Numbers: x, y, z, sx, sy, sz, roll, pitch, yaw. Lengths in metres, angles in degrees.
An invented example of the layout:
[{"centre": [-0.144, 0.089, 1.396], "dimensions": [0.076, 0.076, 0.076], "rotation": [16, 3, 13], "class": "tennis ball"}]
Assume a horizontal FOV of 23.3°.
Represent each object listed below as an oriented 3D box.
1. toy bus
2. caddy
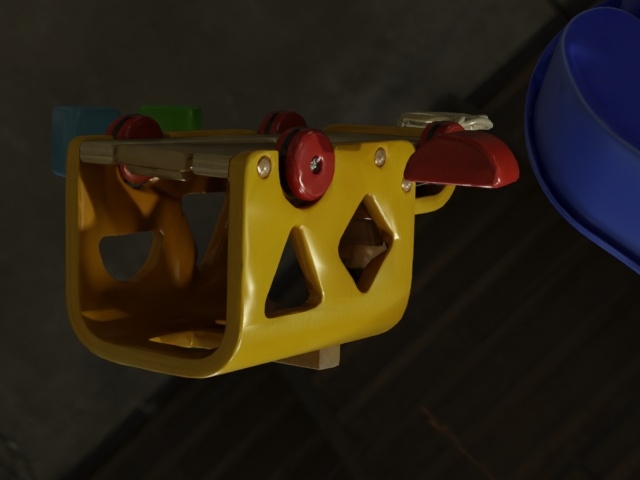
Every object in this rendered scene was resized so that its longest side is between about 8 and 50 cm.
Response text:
[{"centre": [-0.011, 0.000, 0.643], "dimensions": [0.191, 0.202, 0.104], "rotation": [-137, -132, -79], "class": "toy bus"}, {"centre": [0.308, -0.071, 1.102], "dimensions": [0.341, 0.179, 0.241], "rotation": [39, -109, 17], "class": "caddy"}]
